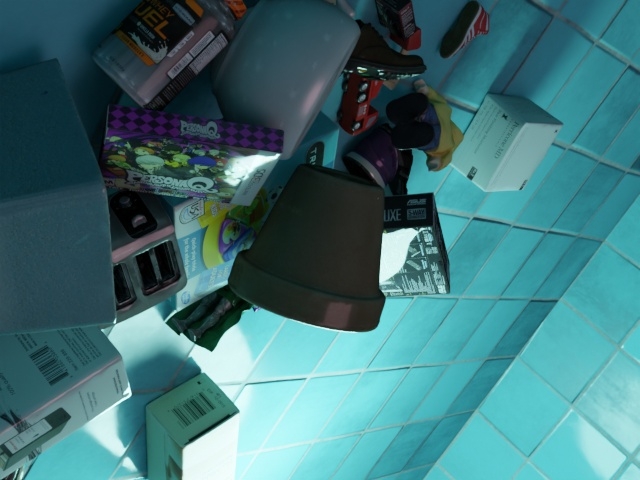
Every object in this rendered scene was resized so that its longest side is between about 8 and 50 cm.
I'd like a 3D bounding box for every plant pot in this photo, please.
[{"bbox_3d":[-0.403,-0.033,1.178,0.252,0.248,0.247,-13,140,-19],"label":"plant pot"},{"bbox_3d":[0.000,0.000,1.616,0.263,0.263,0.229,3,106,-54],"label":"plant pot"}]

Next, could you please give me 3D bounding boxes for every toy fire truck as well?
[{"bbox_3d":[0.102,-0.285,1.723,0.135,0.047,0.192,-27,145,-31],"label":"toy fire truck"}]

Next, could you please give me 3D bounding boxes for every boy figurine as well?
[{"bbox_3d":[0.206,-0.216,1.866,0.092,0.177,0.285,-12,177,18],"label":"boy figurine"}]

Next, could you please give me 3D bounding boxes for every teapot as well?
[{"bbox_3d":[-0.070,-0.256,1.405,0.256,0.187,0.252,-60,-178,-33],"label":"teapot"}]

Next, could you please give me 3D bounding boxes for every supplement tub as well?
[{"bbox_3d":[-0.194,-0.266,1.280,0.190,0.117,0.117,-46,151,-3],"label":"supplement tub"}]

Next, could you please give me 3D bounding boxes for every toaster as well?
[{"bbox_3d":[-0.304,0.028,1.477,0.168,0.110,0.185,-26,141,-18],"label":"toaster"}]

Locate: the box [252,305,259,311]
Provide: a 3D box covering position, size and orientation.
[{"bbox_3d":[-0.063,0.078,1.911,0.116,0.029,0.162,-26,170,-33],"label":"box"}]

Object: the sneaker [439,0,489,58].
[{"bbox_3d":[0.273,-0.384,1.834,0.067,0.042,0.118,16,111,-55],"label":"sneaker"}]

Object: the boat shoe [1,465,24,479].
[{"bbox_3d":[-0.594,0.436,1.652,0.233,0.084,0.079,-44,152,0],"label":"boat shoe"}]

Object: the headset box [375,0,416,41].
[{"bbox_3d":[0.123,-0.378,1.620,0.032,0.062,0.083,-42,152,-10],"label":"headset box"}]

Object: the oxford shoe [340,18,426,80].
[{"bbox_3d":[0.085,-0.311,1.598,0.227,0.083,0.096,2,88,-37],"label":"oxford shoe"}]

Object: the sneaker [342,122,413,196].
[{"bbox_3d":[0.147,-0.123,1.933,0.124,0.107,0.283,-49,152,-10],"label":"sneaker"}]

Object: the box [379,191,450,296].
[{"bbox_3d":[0.124,0.020,1.956,0.243,0.076,0.307,-4,152,13],"label":"box"}]

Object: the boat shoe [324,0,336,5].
[{"bbox_3d":[0.007,-0.359,1.510,0.137,0.043,0.049,-53,149,9],"label":"boat shoe"}]

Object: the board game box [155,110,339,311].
[{"bbox_3d":[-0.128,-0.056,1.668,0.336,0.079,0.253,-29,147,-29],"label":"board game box"}]

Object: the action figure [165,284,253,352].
[{"bbox_3d":[-0.163,0.093,1.791,0.232,0.137,0.063,-43,139,-26],"label":"action figure"}]

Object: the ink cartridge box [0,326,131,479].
[{"bbox_3d":[-0.456,0.204,1.418,0.289,0.211,0.121,-32,149,-24],"label":"ink cartridge box"}]

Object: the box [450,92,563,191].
[{"bbox_3d":[0.405,-0.212,2.145,0.182,0.119,0.181,-5,130,-51],"label":"box"}]

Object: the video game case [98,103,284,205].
[{"bbox_3d":[-0.186,-0.112,1.353,0.232,0.041,0.210,7,160,-15],"label":"video game case"}]

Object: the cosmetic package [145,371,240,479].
[{"bbox_3d":[-0.266,0.432,2.037,0.153,0.129,0.296,-30,148,-30],"label":"cosmetic package"}]
